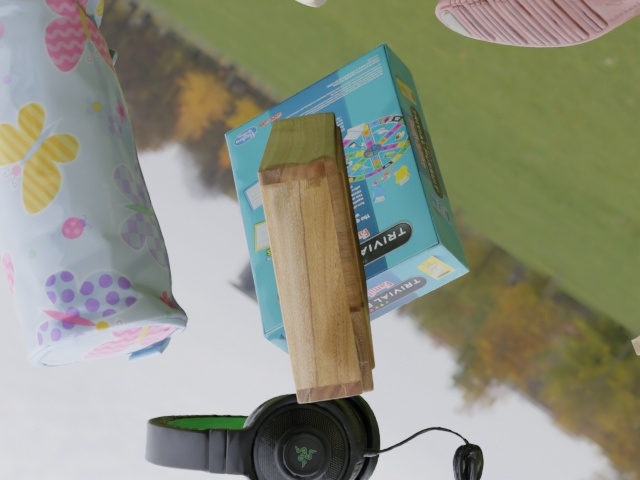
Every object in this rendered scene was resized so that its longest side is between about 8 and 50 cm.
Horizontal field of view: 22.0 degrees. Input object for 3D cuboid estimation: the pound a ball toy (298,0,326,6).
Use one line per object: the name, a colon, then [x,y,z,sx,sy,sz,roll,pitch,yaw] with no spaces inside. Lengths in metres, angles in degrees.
pound a ball toy: [-0.064,-0.436,1.916,0.136,0.319,0.208,28,-154,30]

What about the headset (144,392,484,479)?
headset: [-0.009,0.264,1.894,0.394,0.185,0.243,0,178,15]

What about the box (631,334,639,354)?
box: [0.403,0.056,1.469,0.164,0.201,0.021,6,-122,-39]

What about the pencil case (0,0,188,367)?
pencil case: [-0.174,-0.049,1.129,0.124,0.114,0.273,26,-133,-73]

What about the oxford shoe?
oxford shoe: [0.327,-0.339,2.019,0.397,0.146,0.140,-8,154,30]

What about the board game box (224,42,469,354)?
board game box: [0.026,-0.052,2.067,0.079,0.254,0.336,40,-151,-46]

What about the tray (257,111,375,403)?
tray: [0.000,0.000,1.569,0.076,0.202,0.411,-9,-170,1]
